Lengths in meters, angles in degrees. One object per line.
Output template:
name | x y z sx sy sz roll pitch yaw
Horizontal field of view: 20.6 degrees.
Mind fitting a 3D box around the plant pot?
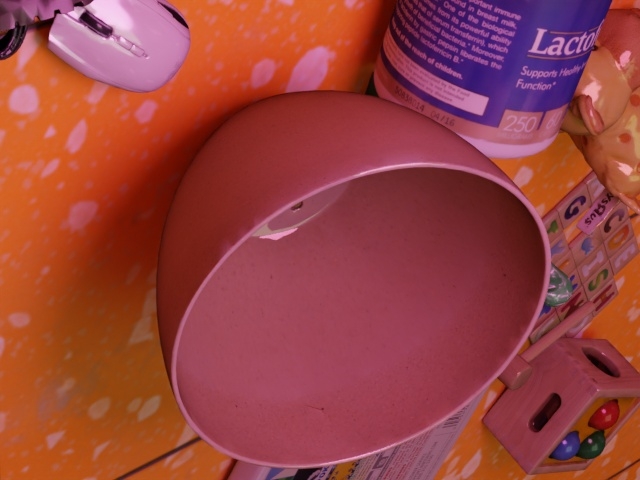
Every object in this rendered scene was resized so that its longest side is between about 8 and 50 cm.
plant pot | 0.000 0.000 1.282 0.284 0.191 0.284 -14 134 -15

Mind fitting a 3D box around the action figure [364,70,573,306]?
action figure | 0.108 -0.018 1.379 0.063 0.232 0.137 -22 140 -36

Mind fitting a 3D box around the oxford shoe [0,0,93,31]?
oxford shoe | -0.242 -0.154 0.988 0.227 0.083 0.096 -23 116 -30

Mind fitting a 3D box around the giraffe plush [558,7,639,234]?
giraffe plush | 0.242 -0.130 1.492 0.170 0.181 0.210 38 76 -46

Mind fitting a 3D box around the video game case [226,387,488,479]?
video game case | 0.025 0.213 1.704 0.300 0.036 0.329 -3 129 -49

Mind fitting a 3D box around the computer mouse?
computer mouse | -0.138 -0.140 1.138 0.106 0.042 0.193 -55 147 9

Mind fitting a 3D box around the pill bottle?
pill bottle | 0.146 -0.206 1.300 0.153 0.153 0.265 -14 134 -41

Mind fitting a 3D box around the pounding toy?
pounding toy | 0.262 0.159 1.858 0.206 0.094 0.181 5 127 -52

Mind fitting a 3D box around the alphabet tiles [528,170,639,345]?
alphabet tiles | 0.249 0.040 1.814 0.198 0.009 0.237 -43 147 -8
